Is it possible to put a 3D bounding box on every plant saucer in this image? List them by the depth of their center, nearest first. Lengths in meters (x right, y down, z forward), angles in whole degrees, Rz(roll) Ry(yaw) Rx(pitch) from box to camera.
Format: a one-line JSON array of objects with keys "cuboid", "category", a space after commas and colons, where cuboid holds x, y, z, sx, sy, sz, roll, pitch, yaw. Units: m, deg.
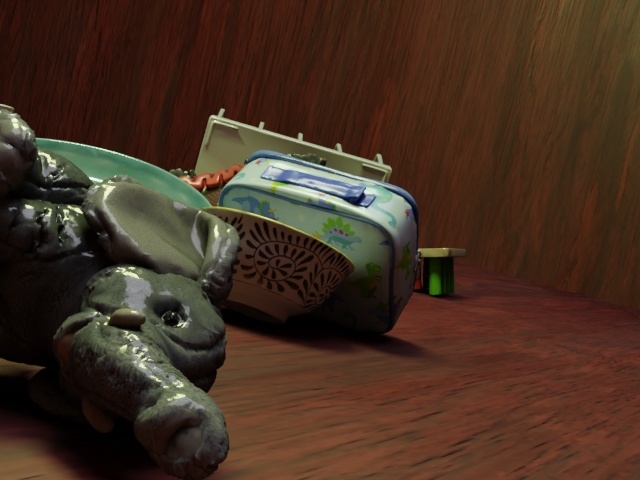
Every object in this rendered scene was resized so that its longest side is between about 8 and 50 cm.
[{"cuboid": [-0.271, -0.033, 1.362, 0.318, 0.043, 0.317, 12, 22, -5], "category": "plant saucer"}]

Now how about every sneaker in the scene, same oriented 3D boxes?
[{"cuboid": [-0.115, -0.049, 1.778, 0.276, 0.135, 0.097, -11, -1, 15], "category": "sneaker"}]

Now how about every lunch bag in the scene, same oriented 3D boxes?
[{"cuboid": [0.000, 0.000, 1.379, 0.219, 0.176, 0.090, 15, 42, 21], "category": "lunch bag"}]

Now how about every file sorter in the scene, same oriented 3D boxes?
[{"cuboid": [-0.056, -0.074, 1.934, 0.278, 0.192, 0.173, 16, 14, -5], "category": "file sorter"}]

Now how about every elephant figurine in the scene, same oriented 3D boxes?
[{"cuboid": [-0.118, 0.045, 0.703, 0.239, 0.186, 0.169, 25, -37, 15], "category": "elephant figurine"}]

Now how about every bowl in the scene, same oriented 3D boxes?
[{"cuboid": [-0.059, 0.035, 1.267, 0.170, 0.080, 0.170, 20, -13, 5], "category": "bowl"}]

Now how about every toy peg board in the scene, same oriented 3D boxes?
[{"cuboid": [0.158, 0.054, 2.169, 0.161, 0.079, 0.161, -1, -2, 17], "category": "toy peg board"}]

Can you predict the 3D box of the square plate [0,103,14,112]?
[{"cuboid": [-0.736, -0.203, 2.106, 0.344, 0.049, 0.347, 13, -16, -31], "category": "square plate"}]
